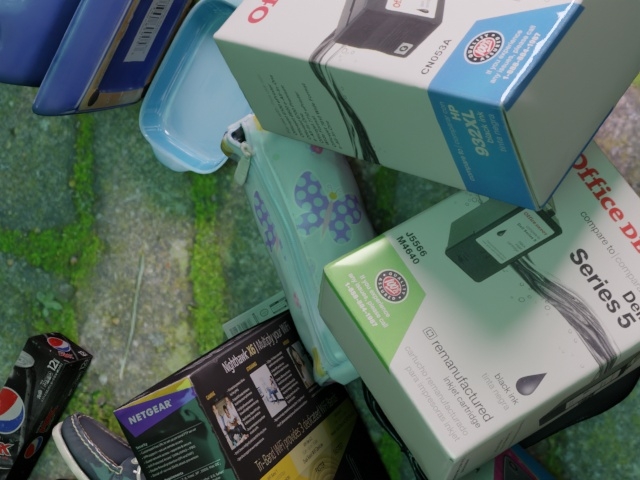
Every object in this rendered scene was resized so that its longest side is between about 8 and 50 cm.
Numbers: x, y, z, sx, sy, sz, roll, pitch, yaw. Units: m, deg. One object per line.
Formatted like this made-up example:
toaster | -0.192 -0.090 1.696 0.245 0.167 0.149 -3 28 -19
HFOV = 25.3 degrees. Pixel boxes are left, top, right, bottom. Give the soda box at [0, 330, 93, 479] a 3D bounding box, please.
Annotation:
soda box | -0.312 0.182 1.520 0.053 0.060 0.169 33 104 16

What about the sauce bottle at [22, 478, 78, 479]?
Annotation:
sauce bottle | -0.264 0.276 1.518 0.128 0.042 0.042 1 94 19

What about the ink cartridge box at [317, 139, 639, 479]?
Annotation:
ink cartridge box | 0.164 0.054 1.227 0.273 0.114 0.198 -30 71 -14

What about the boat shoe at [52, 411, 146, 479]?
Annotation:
boat shoe | -0.163 0.256 1.452 0.254 0.095 0.079 42 108 11

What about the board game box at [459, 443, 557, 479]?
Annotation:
board game box | 0.188 0.317 1.188 0.224 0.303 0.097 43 108 -8

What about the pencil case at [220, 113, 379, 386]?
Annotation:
pencil case | 0.000 0.000 1.349 0.114 0.124 0.273 -26 81 16

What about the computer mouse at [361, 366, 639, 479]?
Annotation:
computer mouse | 0.177 0.147 1.332 0.272 0.072 0.188 -33 81 19

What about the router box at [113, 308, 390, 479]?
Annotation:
router box | -0.040 0.206 1.279 0.081 0.309 0.242 -26 90 19

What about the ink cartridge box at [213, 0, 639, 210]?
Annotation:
ink cartridge box | 0.099 -0.178 1.207 0.307 0.129 0.223 19 62 38

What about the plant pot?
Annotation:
plant pot | -0.251 -0.252 1.382 0.212 0.236 0.236 31 104 8

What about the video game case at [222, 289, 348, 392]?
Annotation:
video game case | -0.037 0.119 1.440 0.087 0.011 0.122 -30 83 19

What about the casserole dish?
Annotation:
casserole dish | -0.106 -0.155 1.434 0.114 0.037 0.188 33 105 15
